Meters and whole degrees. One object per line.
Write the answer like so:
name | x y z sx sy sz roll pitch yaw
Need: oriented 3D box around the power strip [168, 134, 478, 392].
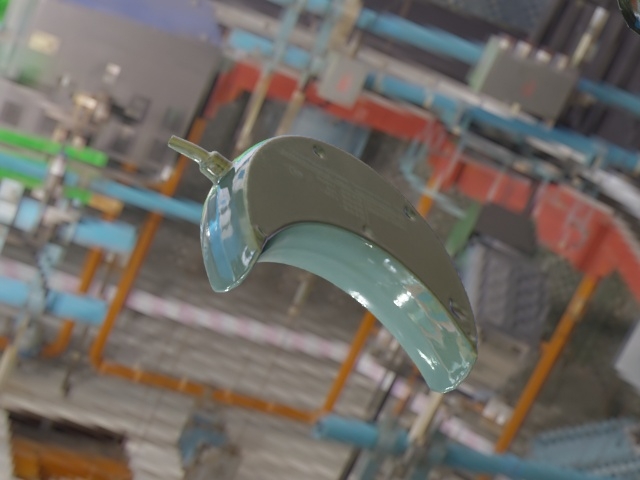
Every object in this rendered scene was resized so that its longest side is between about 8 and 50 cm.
power strip | 0.000 0.000 1.069 0.216 0.044 0.137 28 -143 -32

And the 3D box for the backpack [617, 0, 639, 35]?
backpack | 0.128 -0.115 0.352 0.140 0.207 0.253 49 -166 27
